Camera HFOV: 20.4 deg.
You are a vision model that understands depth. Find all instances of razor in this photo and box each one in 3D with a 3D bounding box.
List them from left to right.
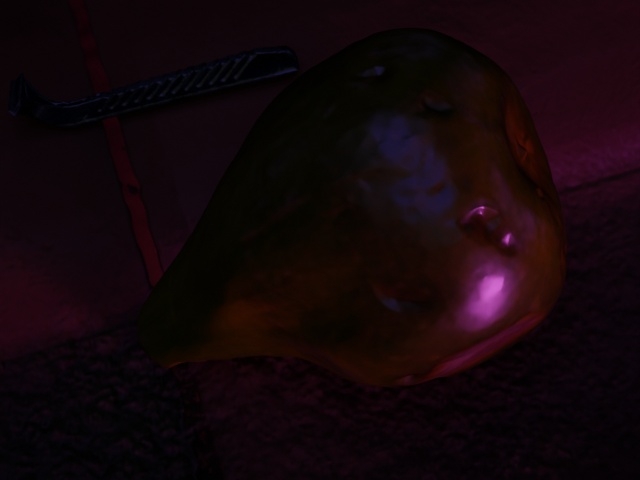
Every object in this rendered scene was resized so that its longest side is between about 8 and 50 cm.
[{"bbox_3d":[-0.108,-0.100,1.165,0.190,0.033,0.066,-10,24,-5],"label":"razor"}]

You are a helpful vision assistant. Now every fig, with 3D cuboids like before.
[{"bbox_3d":[0.000,0.000,1.046,0.275,0.206,0.206,-21,64,19],"label":"fig"}]
